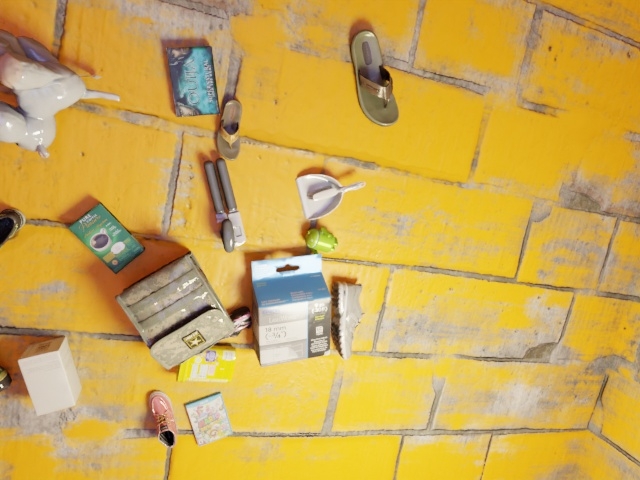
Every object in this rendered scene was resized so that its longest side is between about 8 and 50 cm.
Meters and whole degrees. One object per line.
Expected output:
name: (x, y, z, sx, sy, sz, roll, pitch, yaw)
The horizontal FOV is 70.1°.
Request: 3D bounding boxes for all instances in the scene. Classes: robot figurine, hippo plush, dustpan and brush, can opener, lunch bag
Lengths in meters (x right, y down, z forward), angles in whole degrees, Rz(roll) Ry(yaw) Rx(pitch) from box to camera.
robot figurine: (0.000, 0.000, 1.497, 0.115, 0.067, 0.101, 17, 128, -23)
hippo plush: (-0.727, -0.353, 1.133, 0.236, 0.234, 0.294, -54, 156, 18)
dustpan and brush: (0.041, -0.159, 1.478, 0.211, 0.060, 0.147, -18, 107, -14)
can opener: (-0.284, -0.106, 1.372, 0.074, 0.093, 0.280, -14, 102, -14)
lunch bag: (-0.413, 0.213, 1.341, 0.235, 0.169, 0.287, -31, 100, -9)

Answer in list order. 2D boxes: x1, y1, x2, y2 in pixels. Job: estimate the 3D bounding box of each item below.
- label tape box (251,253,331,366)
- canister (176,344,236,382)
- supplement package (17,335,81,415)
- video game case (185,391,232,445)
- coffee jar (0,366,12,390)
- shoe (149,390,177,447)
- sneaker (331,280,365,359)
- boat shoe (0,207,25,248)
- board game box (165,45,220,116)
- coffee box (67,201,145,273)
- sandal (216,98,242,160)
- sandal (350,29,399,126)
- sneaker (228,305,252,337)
label tape box: (-0.094, 0.226, 1.475, 0.241, 0.106, 0.333, -6, 113, -17)
canister: (-0.365, 0.394, 1.465, 0.170, 0.073, 0.126, 10, 99, -22)
supplement package: (-0.772, 0.386, 1.311, 0.105, 0.105, 0.179, -12, 105, -16)
video game case: (-0.374, 0.603, 1.541, 0.119, 0.015, 0.166, -16, 107, -14)
coffee jar: (-0.946, 0.350, 1.258, 0.096, 0.079, 0.184, -28, 109, -14)
shoe: (-0.499, 0.571, 1.456, 0.064, 0.081, 0.177, -17, 107, -14)
sneaker: (0.105, 0.278, 1.576, 0.115, 0.105, 0.281, -3, 103, -17)
boat shoe: (-0.888, 0.004, 1.202, 0.228, 0.069, 0.081, -45, 112, -4)
board game box: (-0.360, -0.450, 1.296, 0.126, 0.026, 0.186, -10, 105, -17)
coffee box: (-0.608, -0.007, 1.308, 0.113, 0.040, 0.184, -41, 112, -6)
sandal: (-0.264, -0.326, 1.344, 0.072, 0.049, 0.180, 6, 100, -20)
sandal: (0.170, -0.501, 1.427, 0.120, 0.086, 0.302, -25, 109, -11)
sneaker: (-0.299, 0.287, 1.467, 0.178, 0.072, 0.077, -21, 119, -7)
